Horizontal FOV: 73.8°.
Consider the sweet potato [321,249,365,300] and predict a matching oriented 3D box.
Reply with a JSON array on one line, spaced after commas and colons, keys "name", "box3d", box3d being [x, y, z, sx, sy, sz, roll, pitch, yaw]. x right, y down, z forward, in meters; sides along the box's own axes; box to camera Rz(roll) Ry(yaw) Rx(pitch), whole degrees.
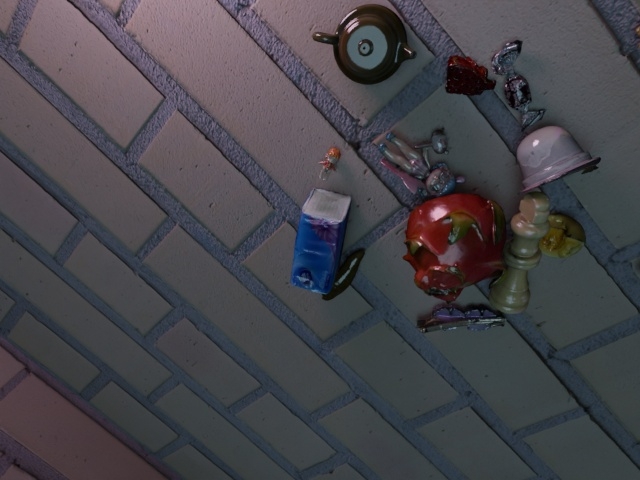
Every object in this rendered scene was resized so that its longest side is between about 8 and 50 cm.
[{"name": "sweet potato", "box3d": [0.073, 0.127, 1.456, 0.077, 0.077, 0.244, 36, 122, -6]}]

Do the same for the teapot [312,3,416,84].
[{"name": "teapot", "box3d": [0.109, -0.489, 1.064, 0.267, 0.175, 0.186, 13, 117, 8]}]

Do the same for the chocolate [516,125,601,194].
[{"name": "chocolate", "box3d": [0.595, -0.220, 1.099, 0.221, 0.221, 0.147, -18, 87, 22]}]

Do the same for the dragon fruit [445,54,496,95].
[{"name": "dragon fruit", "box3d": [0.390, -0.434, 1.101, 0.131, 0.063, 0.097, 9, 152, 10]}]

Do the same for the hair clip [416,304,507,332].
[{"name": "hair clip", "box3d": [0.469, 0.269, 1.433, 0.292, 0.084, 0.106, -6, 111, 12]}]

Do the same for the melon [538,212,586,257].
[{"name": "melon", "box3d": [0.672, -0.014, 1.230, 0.160, 0.079, 0.128, 18, 143, 29]}]

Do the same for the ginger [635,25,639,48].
[{"name": "ginger", "box3d": [0.798, -0.467, 0.952, 0.115, 0.081, 0.205, -45, 92, -3]}]

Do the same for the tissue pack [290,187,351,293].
[{"name": "tissue pack", "box3d": [0.000, 0.000, 1.336, 0.146, 0.198, 0.264, 12, 120, 6]}]

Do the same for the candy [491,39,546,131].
[{"name": "candy", "box3d": [0.507, -0.389, 1.085, 0.094, 0.051, 0.226, -21, 110, 20]}]

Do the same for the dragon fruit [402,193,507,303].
[{"name": "dragon fruit", "box3d": [0.378, 0.037, 1.195, 0.305, 0.226, 0.305, 5, 147, 3]}]

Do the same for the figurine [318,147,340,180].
[{"name": "figurine", "box3d": [0.026, -0.232, 1.296, 0.064, 0.047, 0.109, 23, 130, -7]}]

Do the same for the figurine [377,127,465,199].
[{"name": "figurine", "box3d": [0.291, -0.223, 1.214, 0.260, 0.103, 0.205, 36, 86, -4]}]

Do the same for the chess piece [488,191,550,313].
[{"name": "chess piece", "box3d": [0.571, 0.037, 1.214, 0.117, 0.117, 0.397, 4, 130, 12]}]
